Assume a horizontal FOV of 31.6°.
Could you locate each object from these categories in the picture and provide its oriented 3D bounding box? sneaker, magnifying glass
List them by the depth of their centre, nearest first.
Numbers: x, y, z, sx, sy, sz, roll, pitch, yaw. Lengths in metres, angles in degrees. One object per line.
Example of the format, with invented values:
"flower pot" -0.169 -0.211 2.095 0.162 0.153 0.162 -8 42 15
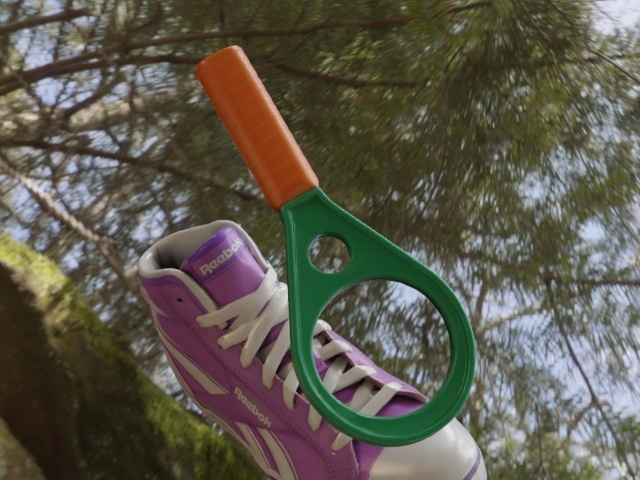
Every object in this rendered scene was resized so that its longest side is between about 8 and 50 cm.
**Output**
"magnifying glass" 0.000 0.000 0.591 0.092 0.026 0.231 -28 -100 -9
"sneaker" -0.025 0.076 0.725 0.282 0.102 0.161 21 -38 41
